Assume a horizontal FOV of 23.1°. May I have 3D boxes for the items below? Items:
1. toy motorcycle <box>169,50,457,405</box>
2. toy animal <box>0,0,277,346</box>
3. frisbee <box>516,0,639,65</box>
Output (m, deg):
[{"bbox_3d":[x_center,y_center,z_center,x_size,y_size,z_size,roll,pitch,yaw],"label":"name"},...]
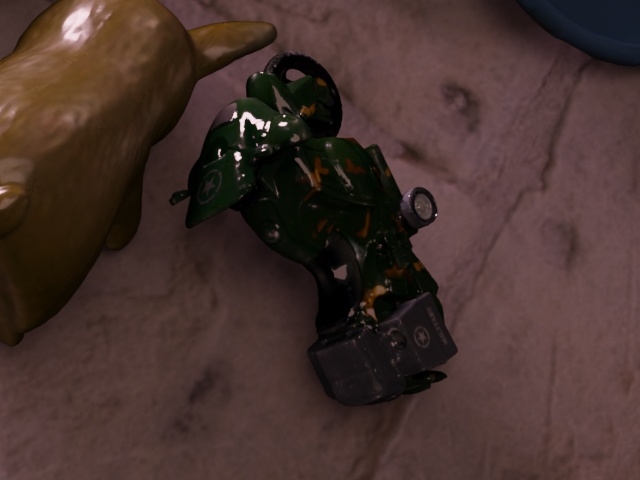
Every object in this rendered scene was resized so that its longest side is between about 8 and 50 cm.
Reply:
[{"bbox_3d":[0.000,0.000,1.141,0.187,0.125,0.274,-30,95,-46],"label":"toy motorcycle"},{"bbox_3d":[-0.174,-0.095,1.135,0.181,0.180,0.363,41,47,-7],"label":"toy animal"},{"bbox_3d":[0.244,-0.284,1.334,0.290,0.049,0.289,5,79,-25],"label":"frisbee"}]
